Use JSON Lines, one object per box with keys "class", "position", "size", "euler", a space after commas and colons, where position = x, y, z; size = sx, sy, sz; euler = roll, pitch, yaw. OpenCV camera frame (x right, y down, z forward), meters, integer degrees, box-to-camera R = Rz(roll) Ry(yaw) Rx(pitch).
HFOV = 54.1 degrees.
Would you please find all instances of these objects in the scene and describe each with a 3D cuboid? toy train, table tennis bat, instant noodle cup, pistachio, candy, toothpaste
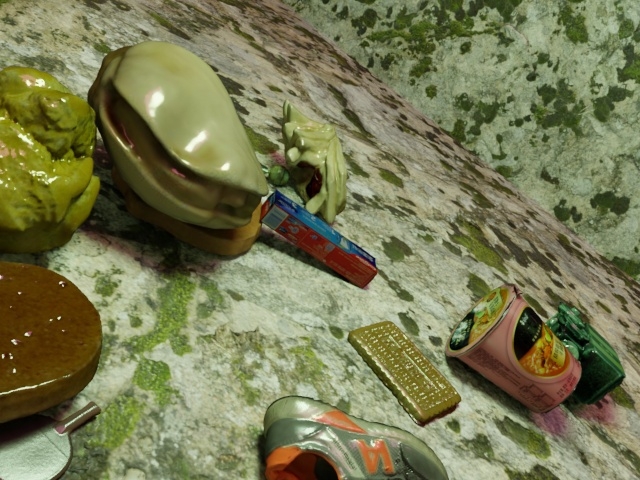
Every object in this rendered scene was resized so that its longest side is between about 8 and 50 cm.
{"class": "toy train", "position": [0.674, 0.299, 1.675], "size": [0.238, 0.167, 0.299], "euler": [45, 21, 7]}
{"class": "table tennis bat", "position": [-0.342, 0.230, 0.815], "size": [0.107, 0.119, 0.170], "euler": [41, 31, 11]}
{"class": "instant noodle cup", "position": [0.466, 0.265, 1.487], "size": [0.255, 0.244, 0.244], "euler": [41, 28, -2]}
{"class": "pistachio", "position": [-0.286, -0.210, 1.256], "size": [0.445, 0.281, 0.365], "euler": [47, 14, 10]}
{"class": "candy", "position": [-0.183, -0.208, 1.761], "size": [0.202, 0.061, 0.061], "euler": [19, 30, -7]}
{"class": "toothpaste", "position": [0.000, -0.001, 1.525], "size": [0.320, 0.066, 0.076], "euler": [35, 26, -20]}

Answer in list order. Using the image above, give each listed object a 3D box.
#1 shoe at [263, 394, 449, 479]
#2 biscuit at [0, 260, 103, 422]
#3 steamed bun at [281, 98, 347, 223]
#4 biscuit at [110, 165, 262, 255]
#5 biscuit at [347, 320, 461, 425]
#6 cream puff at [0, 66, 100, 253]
{"class": "shoe", "position": [0.057, 0.378, 0.981], "size": [0.336, 0.132, 0.171], "euler": [25, 33, -9]}
{"class": "biscuit", "position": [-0.508, 0.125, 0.860], "size": [0.394, 0.070, 0.350], "euler": [4, 32, -38]}
{"class": "steamed bun", "position": [-0.035, -0.254, 1.790], "size": [0.189, 0.247, 0.428], "euler": [6, 37, -15]}
{"class": "biscuit", "position": [-0.302, -0.115, 1.464], "size": [0.365, 0.062, 0.385], "euler": [23, 31, -21]}
{"class": "biscuit", "position": [0.186, 0.278, 1.366], "size": [0.172, 0.029, 0.254], "euler": [-5, 46, -50]}
{"class": "cream puff", "position": [-0.480, -0.129, 1.056], "size": [0.274, 0.270, 0.323], "euler": [56, 0, -7]}
